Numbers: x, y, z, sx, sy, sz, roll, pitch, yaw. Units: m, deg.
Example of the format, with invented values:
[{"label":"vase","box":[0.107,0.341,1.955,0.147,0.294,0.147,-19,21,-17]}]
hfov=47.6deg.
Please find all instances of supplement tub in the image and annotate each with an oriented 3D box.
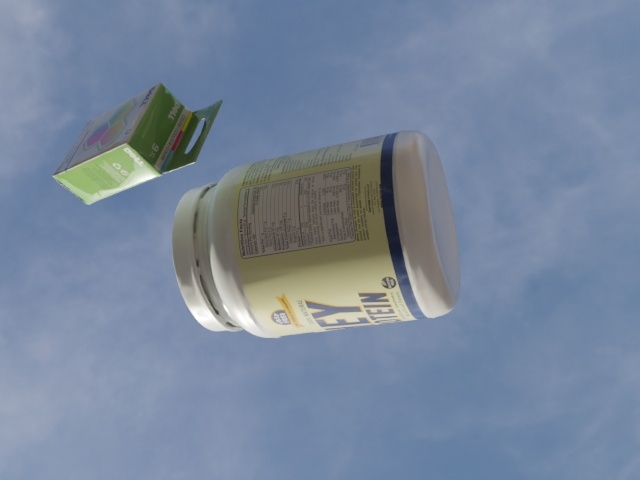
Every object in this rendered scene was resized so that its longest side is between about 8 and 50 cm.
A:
[{"label":"supplement tub","box":[0.000,0.000,0.938,0.325,0.235,0.235,-10,-91,18]}]

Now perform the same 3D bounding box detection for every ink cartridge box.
[{"label":"ink cartridge box","box":[-0.228,-0.125,0.899,0.062,0.209,0.108,46,-135,-34]}]
